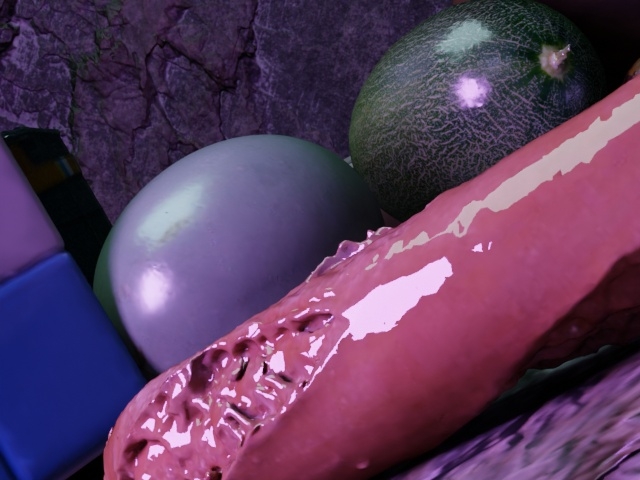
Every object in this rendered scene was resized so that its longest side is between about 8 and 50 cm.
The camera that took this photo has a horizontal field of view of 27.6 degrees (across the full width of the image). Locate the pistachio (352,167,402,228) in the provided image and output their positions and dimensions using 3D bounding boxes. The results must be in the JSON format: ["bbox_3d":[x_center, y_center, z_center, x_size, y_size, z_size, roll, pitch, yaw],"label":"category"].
[{"bbox_3d":[0.012,0.005,1.211,0.226,0.136,0.136,-26,1,-1],"label":"pistachio"}]

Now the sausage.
[{"bbox_3d":[0.041,0.026,0.440,0.327,0.079,0.087,-33,1,24],"label":"sausage"}]

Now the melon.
[{"bbox_3d":[0.127,-0.100,1.050,0.182,0.182,0.288,-32,0,-21],"label":"melon"}]

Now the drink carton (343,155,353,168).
[{"bbox_3d":[0.000,0.000,1.468,0.194,0.132,0.324,-33,3,-33],"label":"drink carton"}]

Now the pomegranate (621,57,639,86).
[{"bbox_3d":[0.226,-0.089,0.856,0.084,0.073,0.073,-48,5,-14],"label":"pomegranate"}]

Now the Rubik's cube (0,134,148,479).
[{"bbox_3d":[-0.375,0.071,0.749,0.344,0.347,0.346,-29,3,43],"label":"Rubik's cube"}]

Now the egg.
[{"bbox_3d":[-0.050,0.019,0.859,0.168,0.168,0.231,-31,1,40],"label":"egg"}]

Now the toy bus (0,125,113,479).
[{"bbox_3d":[-0.218,0.058,0.983,0.138,0.275,0.167,-31,0,33],"label":"toy bus"}]

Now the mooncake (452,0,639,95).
[{"bbox_3d":[0.259,-0.238,1.124,0.290,0.161,0.290,5,-14,1],"label":"mooncake"}]
